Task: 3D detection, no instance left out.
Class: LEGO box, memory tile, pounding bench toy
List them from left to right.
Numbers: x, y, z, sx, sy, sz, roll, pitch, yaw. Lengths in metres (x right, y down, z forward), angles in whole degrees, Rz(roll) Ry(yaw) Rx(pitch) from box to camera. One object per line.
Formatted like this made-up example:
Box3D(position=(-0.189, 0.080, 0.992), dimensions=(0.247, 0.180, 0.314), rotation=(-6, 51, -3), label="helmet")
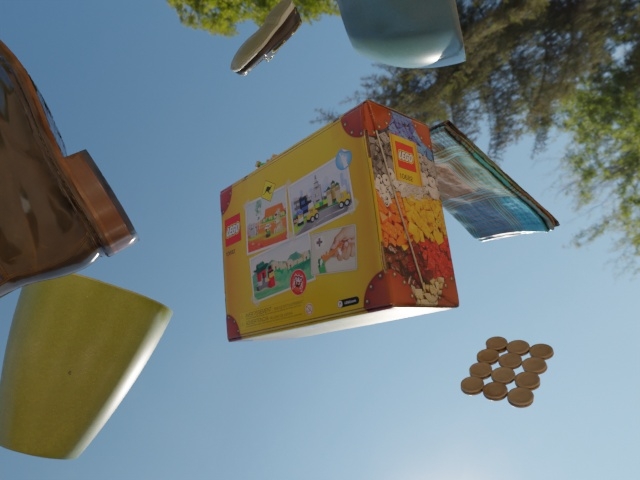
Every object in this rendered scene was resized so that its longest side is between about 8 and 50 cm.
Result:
Box3D(position=(-0.130, -0.201, 1.292), dimensions=(0.083, 0.065, 0.052), rotation=(11, -101, -21), label="pounding bench toy")
Box3D(position=(0.000, 0.000, 1.017), dimensions=(0.193, 0.500, 0.372), rotation=(8, -110, -42), label="LEGO box")
Box3D(position=(0.298, 0.205, 0.762), dimensions=(0.148, 0.113, 0.012), rotation=(-38, -62, -42), label="memory tile")

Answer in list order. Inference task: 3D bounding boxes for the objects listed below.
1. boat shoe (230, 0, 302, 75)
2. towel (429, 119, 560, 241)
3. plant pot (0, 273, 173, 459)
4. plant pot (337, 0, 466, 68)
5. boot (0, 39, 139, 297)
Box3D(position=(-0.128, -0.485, 1.175), dimensions=(0.227, 0.081, 0.069), rotation=(-52, -42, -6), label="boat shoe")
Box3D(position=(0.351, -0.125, 1.160), dimensions=(0.370, 0.271, 0.040), rotation=(37, -107, -15), label="towel")
Box3D(position=(-0.457, 0.234, 0.885), dimensions=(0.275, 0.275, 0.293), rotation=(23, -112, -23), label="plant pot")
Box3D(position=(0.143, -0.452, 0.904), dimensions=(0.290, 0.196, 0.290), rotation=(-14, -90, -71), label="plant pot")
Box3D(position=(-0.230, -0.059, 0.329), dimensions=(0.106, 0.082, 0.219), rotation=(-35, -107, -23), label="boot")
